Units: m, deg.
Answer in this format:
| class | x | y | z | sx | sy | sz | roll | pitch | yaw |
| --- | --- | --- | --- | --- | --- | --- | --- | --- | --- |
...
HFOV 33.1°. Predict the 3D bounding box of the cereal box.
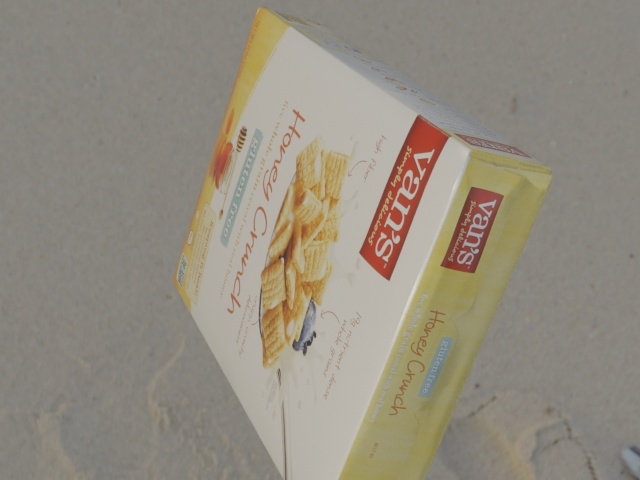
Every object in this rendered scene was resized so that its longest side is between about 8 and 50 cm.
| class | x | y | z | sx | sy | sz | roll | pitch | yaw |
| --- | --- | --- | --- | --- | --- | --- | --- | --- | --- |
| cereal box | 0.000 | 0.000 | 0.513 | 0.047 | 0.173 | 0.240 | 11 | 18 | -26 |
